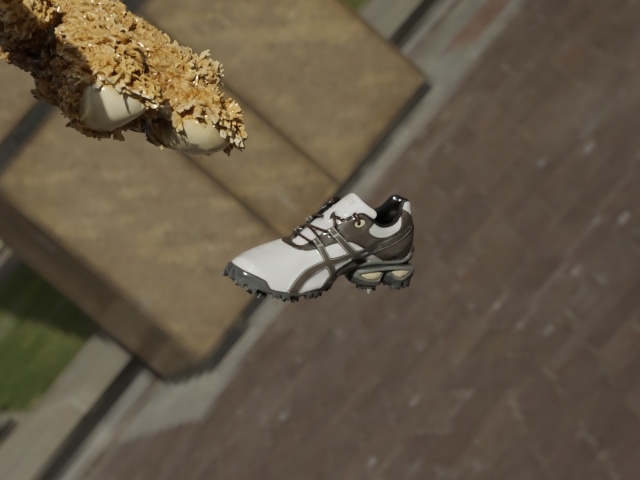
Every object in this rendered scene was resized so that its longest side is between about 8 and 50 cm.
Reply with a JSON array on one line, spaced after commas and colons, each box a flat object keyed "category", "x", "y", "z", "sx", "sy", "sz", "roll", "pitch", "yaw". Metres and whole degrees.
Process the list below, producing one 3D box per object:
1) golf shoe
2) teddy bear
[{"category": "golf shoe", "x": 0.000, "y": 0.000, "z": 1.770, "sx": 0.077, "sy": 0.198, "sz": 0.094, "roll": 33, "pitch": 121, "yaw": 45}, {"category": "teddy bear", "x": -0.185, "y": -0.167, "z": 1.719, "sx": 0.338, "sy": 0.245, "sz": 0.113, "roll": -124, "pitch": 52, "yaw": -68}]
